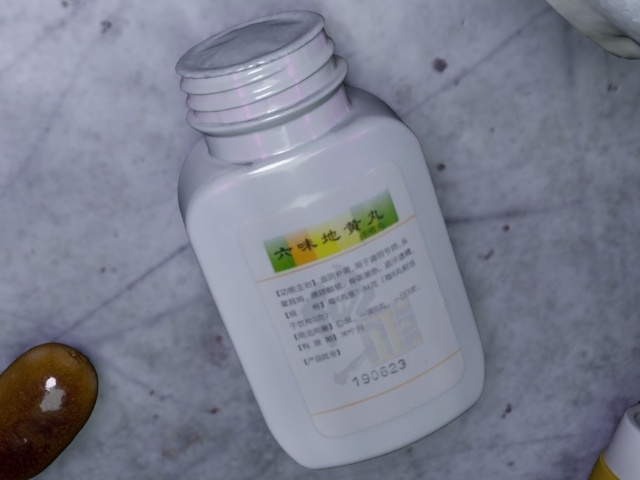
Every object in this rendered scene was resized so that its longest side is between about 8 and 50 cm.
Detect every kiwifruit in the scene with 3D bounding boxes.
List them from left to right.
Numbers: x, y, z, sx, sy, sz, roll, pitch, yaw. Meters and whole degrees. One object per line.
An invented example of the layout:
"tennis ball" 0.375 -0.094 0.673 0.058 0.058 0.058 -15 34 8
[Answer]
"kiwifruit" -0.220 0.132 0.957 0.075 0.075 0.124 32 106 -21

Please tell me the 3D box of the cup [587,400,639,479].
"cup" 0.310 0.270 1.082 0.241 0.185 0.226 0 111 -48

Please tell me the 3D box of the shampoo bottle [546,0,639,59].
"shampoo bottle" 0.252 -0.261 0.746 0.322 0.322 0.317 30 110 -21

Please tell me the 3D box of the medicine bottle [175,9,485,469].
"medicine bottle" 0.000 0.000 0.918 0.179 0.124 0.324 -22 117 -2
